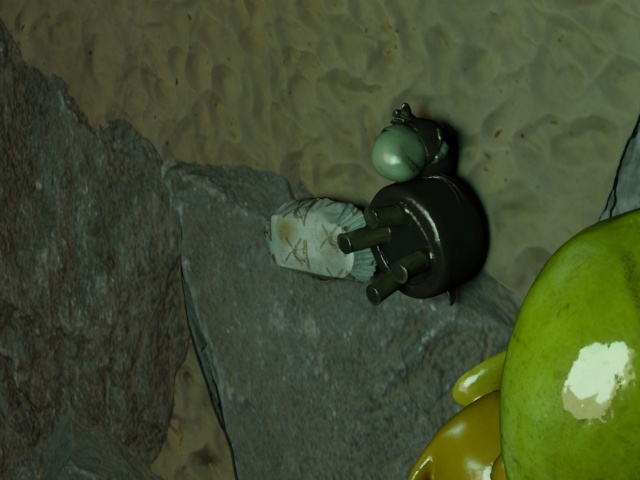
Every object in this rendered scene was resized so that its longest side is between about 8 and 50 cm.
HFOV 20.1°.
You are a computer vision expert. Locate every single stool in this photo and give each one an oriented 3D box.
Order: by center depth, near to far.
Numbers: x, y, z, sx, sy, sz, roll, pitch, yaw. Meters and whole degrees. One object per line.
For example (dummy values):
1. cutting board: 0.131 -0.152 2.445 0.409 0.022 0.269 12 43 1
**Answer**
1. stool: 0.091 -0.029 1.841 0.125 0.121 0.217 8 111 55

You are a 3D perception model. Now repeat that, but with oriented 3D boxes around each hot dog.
1. hot dog: 0.000 0.000 2.029 0.192 0.053 0.099 3 101 57

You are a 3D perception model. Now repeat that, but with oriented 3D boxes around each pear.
1. pear: 0.275 0.124 1.508 0.253 0.253 0.307 28 111 47

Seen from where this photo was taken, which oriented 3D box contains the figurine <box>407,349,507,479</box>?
1. figurine: 0.193 0.240 1.696 0.228 0.215 0.215 33 125 40
